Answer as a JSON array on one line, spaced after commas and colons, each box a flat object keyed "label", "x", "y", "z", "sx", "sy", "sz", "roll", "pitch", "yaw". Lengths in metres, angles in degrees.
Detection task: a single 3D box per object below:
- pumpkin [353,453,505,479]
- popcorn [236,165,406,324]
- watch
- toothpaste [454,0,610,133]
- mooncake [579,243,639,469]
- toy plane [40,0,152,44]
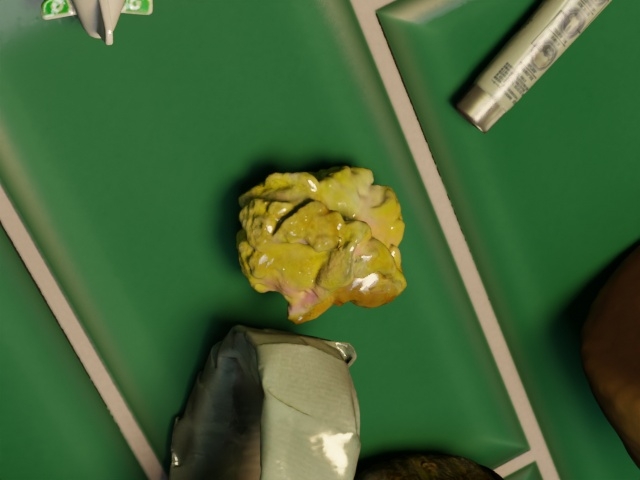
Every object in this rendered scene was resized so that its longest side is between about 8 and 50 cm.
[{"label": "pumpkin", "x": 0.090, "y": 0.312, "z": 1.413, "sx": 0.238, "sy": 0.159, "sz": 0.238, "roll": -10, "pitch": 117, "yaw": -20}, {"label": "popcorn", "x": 0.000, "y": 0.000, "z": 1.267, "sx": 0.145, "sy": 0.126, "sz": 0.126, "roll": 20, "pitch": 132, "yaw": -42}, {"label": "watch", "x": -0.055, "y": 0.195, "z": 1.282, "sx": 0.162, "sy": 0.253, "sz": 0.241, "roll": 8, "pitch": 69, "yaw": -24}, {"label": "toothpaste", "x": 0.204, "y": -0.190, "z": 1.290, "sx": 0.239, "sy": 0.039, "sz": 0.062, "roll": -48, "pitch": 123, "yaw": 5}, {"label": "mooncake", "x": 0.376, "y": 0.098, "z": 1.341, "sx": 0.284, "sy": 0.284, "sz": 0.155, "roll": -34, "pitch": 118, "yaw": -1}, {"label": "toy plane", "x": -0.164, "y": -0.233, "z": 1.121, "sx": 0.174, "sy": 0.080, "sz": 0.174, "roll": -7, "pitch": 113, "yaw": -16}]
